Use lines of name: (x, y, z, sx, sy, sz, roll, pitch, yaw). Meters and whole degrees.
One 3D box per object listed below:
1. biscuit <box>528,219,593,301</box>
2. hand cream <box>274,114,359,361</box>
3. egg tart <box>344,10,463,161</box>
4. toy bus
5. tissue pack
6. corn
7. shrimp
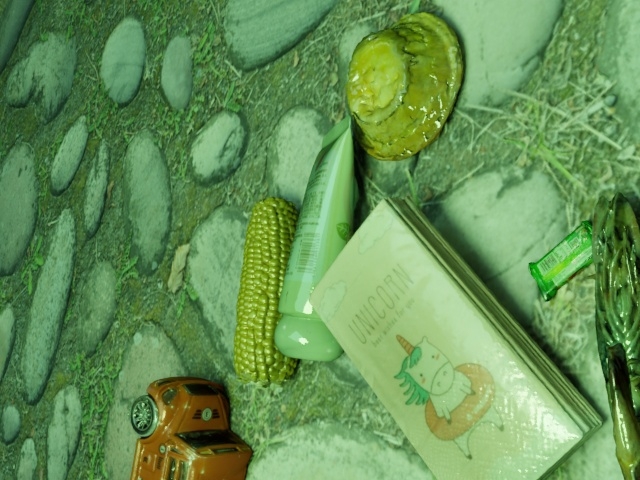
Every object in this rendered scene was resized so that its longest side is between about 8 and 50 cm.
biscuit: (0.251, 0.018, 0.867, 0.089, 0.016, 0.046, -47, 52, 33)
hand cream: (0.000, 0.000, 1.104, 0.147, 0.093, 0.306, 159, 117, -77)
egg tart: (0.092, -0.192, 1.057, 0.191, 0.074, 0.191, -9, 78, 47)
toy bus: (-0.193, 0.366, 1.221, 0.153, 0.143, 0.329, 9, 88, 40)
tissue pack: (0.127, 0.121, 0.906, 0.325, 0.071, 0.170, 52, 123, 28)
corn: (-0.070, 0.071, 1.174, 0.091, 0.091, 0.260, 109, 163, -80)
shrimp: (0.260, 0.090, 0.732, 0.058, 0.169, 0.296, -9, 75, 21)
